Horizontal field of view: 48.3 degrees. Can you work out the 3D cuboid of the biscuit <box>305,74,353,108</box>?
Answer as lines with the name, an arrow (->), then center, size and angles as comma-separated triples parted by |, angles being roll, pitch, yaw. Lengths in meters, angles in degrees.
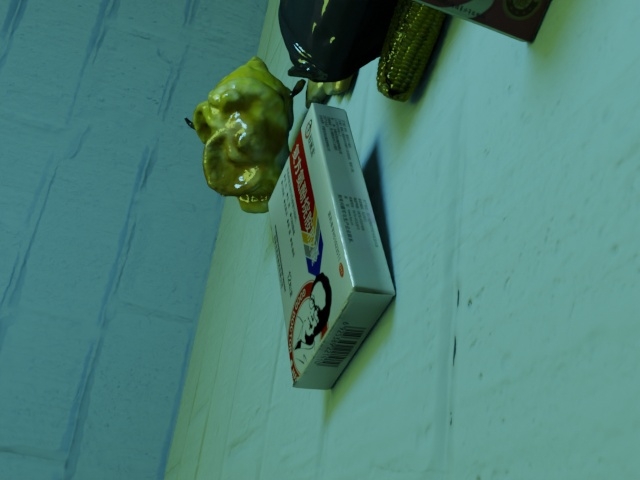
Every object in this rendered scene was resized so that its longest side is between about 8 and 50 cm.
biscuit -> 0.024, -0.349, 1.421 | 0.299, 0.045, 0.154 | -166, 93, -76

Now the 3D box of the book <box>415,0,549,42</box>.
book -> 0.158, -0.309, 0.618 | 0.022, 0.162, 0.232 | -96, 26, -67

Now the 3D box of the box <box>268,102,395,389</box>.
box -> 0.000, 0.000, 0.997 | 0.353, 0.069, 0.214 | -103, 30, -41

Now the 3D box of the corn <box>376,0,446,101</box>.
corn -> 0.123, -0.278, 0.914 | 0.072, 0.071, 0.203 | -113, 40, -68

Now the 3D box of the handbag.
handbag -> 0.038, -0.381, 0.960 | 0.275, 0.177, 0.302 | -36, -23, -50

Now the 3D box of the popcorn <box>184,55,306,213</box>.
popcorn -> -0.167, -0.237, 1.566 | 0.297, 0.280, 0.316 | 72, -149, -62

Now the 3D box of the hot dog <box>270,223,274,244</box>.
hot dog -> -0.017, -0.065, 1.237 | 0.289, 0.068, 0.083 | -46, 54, 55
